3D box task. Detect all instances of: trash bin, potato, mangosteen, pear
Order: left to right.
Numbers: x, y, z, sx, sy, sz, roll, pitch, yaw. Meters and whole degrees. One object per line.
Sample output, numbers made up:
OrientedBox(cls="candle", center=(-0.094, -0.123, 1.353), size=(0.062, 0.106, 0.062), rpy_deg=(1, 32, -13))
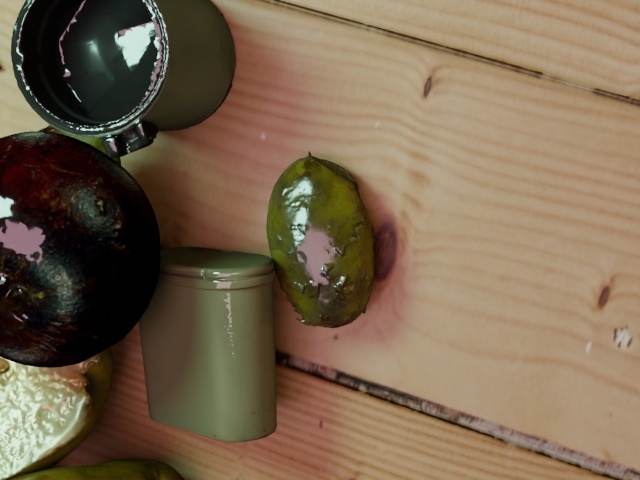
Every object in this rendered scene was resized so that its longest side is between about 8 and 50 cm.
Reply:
OrientedBox(cls="pear", center=(-0.499, 0.214, 1.646), size=(0.386, 0.191, 0.340), rpy_deg=(9, 66, 4))
OrientedBox(cls="mangosteen", center=(-0.355, 0.003, 1.480), size=(0.330, 0.330, 0.330), rpy_deg=(2, 97, 14))
OrientedBox(cls="potato", center=(-0.330, 0.391, 1.586), size=(0.195, 0.369, 0.176), rpy_deg=(3, 81, 39))
OrientedBox(cls="trash bin", center=(-0.258, -0.253, 1.519), size=(0.217, 0.262, 0.277), rpy_deg=(-18, 92, 16))
OrientedBox(cls="trash bin", center=(-0.164, 0.142, 1.591), size=(0.243, 0.121, 0.247), rpy_deg=(7, 103, 42))
OrientedBox(cls="potato", center=(0.000, 0.000, 1.563), size=(0.149, 0.113, 0.251), rpy_deg=(-7, 95, 13))
